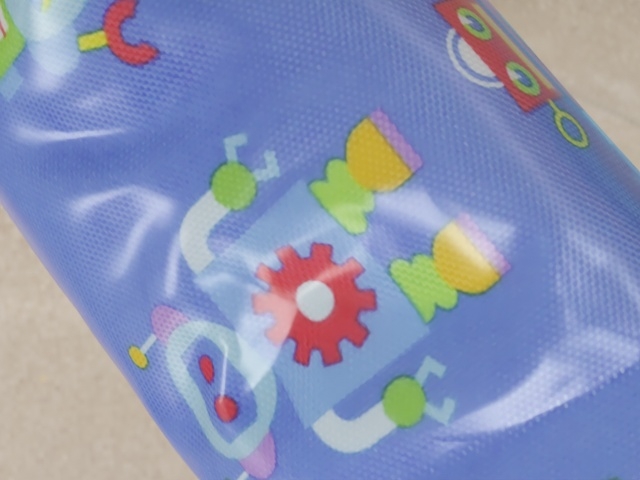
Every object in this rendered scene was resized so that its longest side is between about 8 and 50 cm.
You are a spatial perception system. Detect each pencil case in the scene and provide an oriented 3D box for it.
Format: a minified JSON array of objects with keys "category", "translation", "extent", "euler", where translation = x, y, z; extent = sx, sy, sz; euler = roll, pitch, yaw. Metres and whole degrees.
[{"category":"pencil case","translation":[0.000,0.000,0.389],"extent":[0.133,0.306,0.119],"euler":[-44,170,21]}]
